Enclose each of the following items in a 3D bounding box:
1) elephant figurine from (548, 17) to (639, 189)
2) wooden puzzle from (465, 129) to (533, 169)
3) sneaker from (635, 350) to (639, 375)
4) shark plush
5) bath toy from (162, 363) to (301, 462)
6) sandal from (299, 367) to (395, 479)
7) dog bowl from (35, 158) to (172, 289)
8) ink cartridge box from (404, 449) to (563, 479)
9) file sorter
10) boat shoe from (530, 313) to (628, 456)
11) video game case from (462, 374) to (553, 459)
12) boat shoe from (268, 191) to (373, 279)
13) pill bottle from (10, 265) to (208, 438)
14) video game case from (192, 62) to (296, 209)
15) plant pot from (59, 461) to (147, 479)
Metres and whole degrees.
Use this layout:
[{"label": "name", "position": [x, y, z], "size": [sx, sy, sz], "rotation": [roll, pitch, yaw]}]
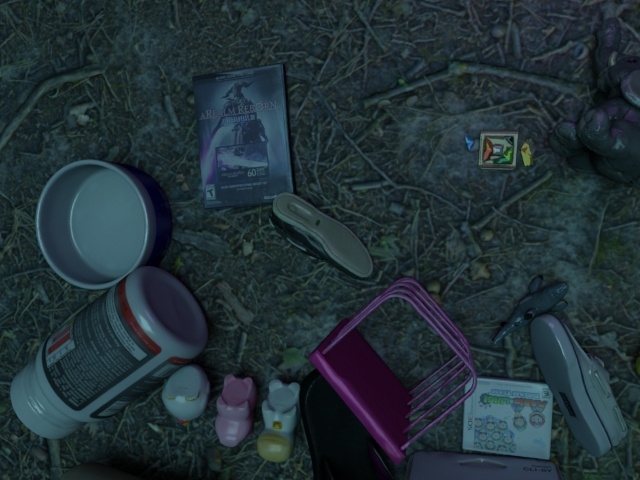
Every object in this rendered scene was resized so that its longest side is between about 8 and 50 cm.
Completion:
[{"label": "elephant figurine", "position": [0.504, -0.225, 0.895], "size": [0.186, 0.169, 0.239], "rotation": [40, 86, -21]}, {"label": "wooden puzzle", "position": [0.325, -0.166, 1.005], "size": [0.116, 0.014, 0.078], "rotation": [-3, 93, 14]}, {"label": "sneaker", "position": [0.676, 0.253, 0.891], "size": [0.295, 0.123, 0.109], "rotation": [15, 97, 12]}, {"label": "shark plush", "position": [0.368, 0.122, 0.987], "size": [0.161, 0.067, 0.073], "rotation": [-31, 86, 14]}, {"label": "bath toy", "position": [-0.149, 0.351, 1.109], "size": [0.348, 0.129, 0.151], "rotation": [10, 52, 11]}, {"label": "sandal", "position": [0.068, 0.442, 1.002], "size": [0.167, 0.107, 0.446], "rotation": [-22, 104, -22]}, {"label": "dog bowl", "position": [-0.453, -0.035, 1.160], "size": [0.265, 0.104, 0.265], "rotation": [1, 94, 13]}, {"label": "ink cartridge box", "position": [0.294, 0.604, 0.991], "size": [0.279, 0.160, 0.384], "rotation": [-2, 93, 14]}, {"label": "file sorter", "position": [0.139, 0.187, 0.937], "size": [0.182, 0.291, 0.202], "rotation": [-42, 84, 10]}, {"label": "boat shoe", "position": [0.457, 0.240, 0.960], "size": [0.088, 0.096, 0.267], "rotation": [-26, 90, -12]}, {"label": "video game case", "position": [0.348, 0.329, 1.031], "size": [0.157, 0.019, 0.143], "rotation": [2, 95, 13]}, {"label": "boat shoe", "position": [0.000, 0.000, 1.077], "size": [0.233, 0.084, 0.079], "rotation": [36, 139, 2]}, {"label": "pill bottle", "position": [-0.425, 0.231, 1.107], "size": [0.363, 0.210, 0.210], "rotation": [-36, 85, 11]}, {"label": "video game case", "position": [-0.155, -0.206, 1.116], "size": [0.196, 0.026, 0.274], "rotation": [-4, 94, 14]}, {"label": "plant pot", "position": [-0.407, 0.611, 1.107], "size": [0.305, 0.334, 0.334], "rotation": [17, 98, 23]}]
